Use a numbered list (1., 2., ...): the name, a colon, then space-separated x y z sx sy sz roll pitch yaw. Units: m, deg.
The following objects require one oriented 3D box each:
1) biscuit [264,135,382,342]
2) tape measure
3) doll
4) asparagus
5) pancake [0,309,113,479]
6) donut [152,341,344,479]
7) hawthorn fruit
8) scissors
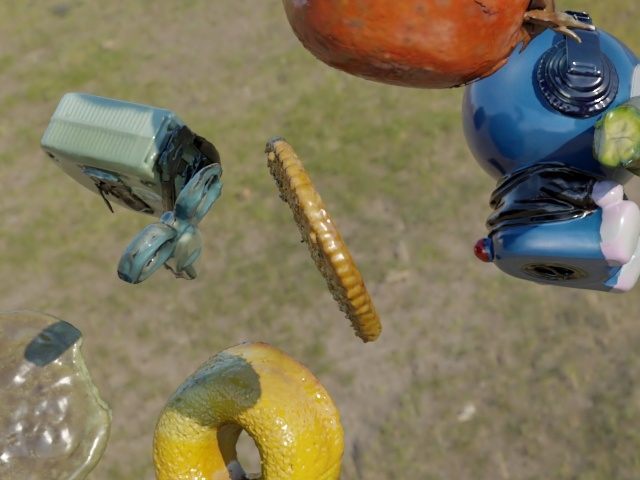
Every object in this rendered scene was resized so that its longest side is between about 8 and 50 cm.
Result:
1. biscuit: 0.000 0.000 1.832 0.035 0.254 0.254 -27 25 -3
2. tape measure: -0.220 -0.090 2.102 0.235 0.207 0.115 14 70 35
3. doll: 0.281 -0.110 1.933 0.240 0.309 0.284 6 -15 0
4. asparagus: 0.329 -0.109 1.715 0.082 0.085 0.343 -16 -2 22
5. pancake: -0.337 0.185 1.813 0.223 0.042 0.236 -6 70 5
6. donut: -0.110 0.294 2.282 0.303 0.302 0.110 -1 9 34
7. hawthorn fruit: 0.121 -0.264 1.635 0.307 0.276 0.276 31 38 4
8. scissors: -0.138 0.004 1.612 0.138 0.041 0.289 -51 -7 -10
